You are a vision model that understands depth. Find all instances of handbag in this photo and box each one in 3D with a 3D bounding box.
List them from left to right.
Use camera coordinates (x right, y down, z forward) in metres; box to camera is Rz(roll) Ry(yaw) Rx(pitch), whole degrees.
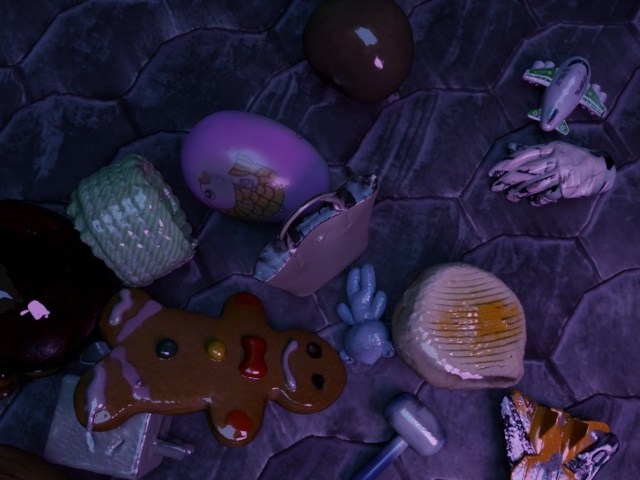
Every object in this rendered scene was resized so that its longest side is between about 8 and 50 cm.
[{"bbox_3d":[0.000,0.000,0.886,0.241,0.315,0.109,-40,83,-6],"label":"handbag"}]

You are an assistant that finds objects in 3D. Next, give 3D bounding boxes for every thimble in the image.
[{"bbox_3d":[-0.324,-0.031,0.953,0.150,0.219,0.219,-30,80,-3],"label":"thimble"}]

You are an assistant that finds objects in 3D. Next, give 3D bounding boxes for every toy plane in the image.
[{"bbox_3d":[0.362,0.434,0.910,0.204,0.103,0.316,19,86,6],"label":"toy plane"},{"bbox_3d":[0.474,-0.286,1.058,0.174,0.080,0.174,0,76,0],"label":"toy plane"}]

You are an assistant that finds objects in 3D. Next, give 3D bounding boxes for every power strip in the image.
[{"bbox_3d":[-0.320,0.312,0.916,0.224,0.139,0.140,10,78,3],"label":"power strip"}]

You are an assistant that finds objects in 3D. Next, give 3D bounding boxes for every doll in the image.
[{"bbox_3d":[0.086,0.137,0.989,0.075,0.120,0.180,24,58,-39],"label":"doll"}]

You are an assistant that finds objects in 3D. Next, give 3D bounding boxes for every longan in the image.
[{"bbox_3d":[0.077,-0.366,1.023,0.220,0.196,0.196,42,82,18],"label":"longan"}]

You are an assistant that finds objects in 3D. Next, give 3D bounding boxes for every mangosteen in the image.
[{"bbox_3d":[-0.521,0.106,0.898,0.306,0.307,0.347,25,110,5],"label":"mangosteen"}]

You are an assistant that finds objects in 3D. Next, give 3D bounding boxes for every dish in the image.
[{"bbox_3d":[-0.362,0.218,0.980,0.137,0.091,0.039,2,122,5],"label":"dish"}]

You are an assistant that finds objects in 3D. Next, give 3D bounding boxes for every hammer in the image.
[{"bbox_3d":[0.120,0.362,0.942,0.194,0.069,0.116,-44,82,-3],"label":"hammer"}]

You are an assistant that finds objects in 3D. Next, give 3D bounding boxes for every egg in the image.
[{"bbox_3d":[-0.114,-0.130,0.976,0.271,0.196,0.196,4,79,0],"label":"egg"}]

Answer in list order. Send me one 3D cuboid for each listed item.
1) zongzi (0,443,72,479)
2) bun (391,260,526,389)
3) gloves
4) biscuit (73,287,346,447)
[{"bbox_3d":[-0.342,0.437,0.815,0.392,0.174,0.356,-15,112,2],"label":"zongzi"},{"bbox_3d":[0.228,0.161,0.931,0.243,0.153,0.244,9,60,-15],"label":"bun"},{"bbox_3d":[0.425,-0.132,1.017,0.212,0.111,0.128,0,83,-7],"label":"gloves"},{"bbox_3d":[-0.158,0.194,0.905,0.432,0.064,0.283,10,48,-12],"label":"biscuit"}]
